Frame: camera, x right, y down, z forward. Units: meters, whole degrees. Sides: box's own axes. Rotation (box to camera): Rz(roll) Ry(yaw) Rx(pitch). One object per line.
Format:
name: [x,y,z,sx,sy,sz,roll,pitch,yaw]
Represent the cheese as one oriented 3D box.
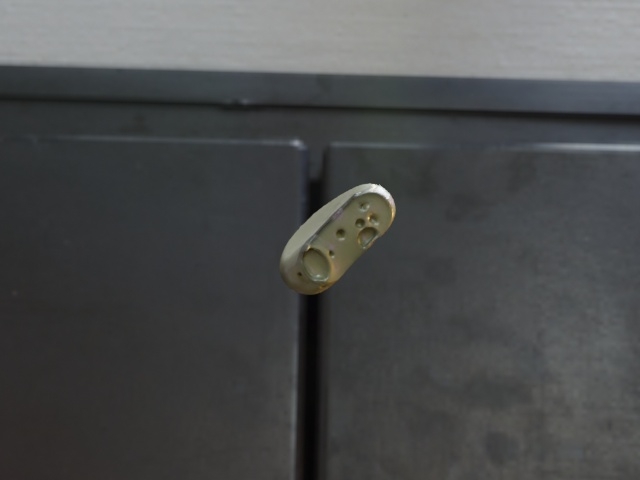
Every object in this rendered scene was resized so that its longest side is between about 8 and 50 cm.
cheese: [0.000,0.000,0.986,0.097,0.037,0.192,-45,-173,-9]
